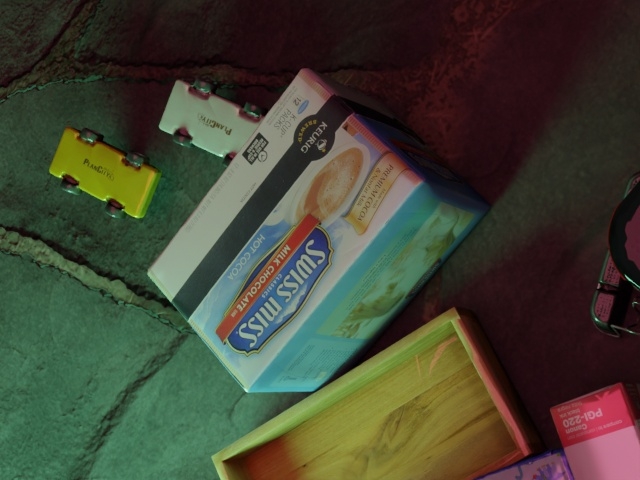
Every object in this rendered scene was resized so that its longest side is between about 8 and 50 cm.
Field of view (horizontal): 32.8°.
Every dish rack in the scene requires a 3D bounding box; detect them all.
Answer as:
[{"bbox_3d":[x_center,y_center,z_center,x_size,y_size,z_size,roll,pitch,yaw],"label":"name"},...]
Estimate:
[{"bbox_3d":[0.454,0.040,1.238,0.271,0.074,0.208,17,92,28],"label":"dish rack"}]

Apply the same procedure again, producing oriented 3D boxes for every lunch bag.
[{"bbox_3d":[0.262,0.328,1.275,0.129,0.096,0.151,-26,94,22],"label":"lunch bag"}]

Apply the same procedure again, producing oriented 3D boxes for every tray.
[{"bbox_3d":[0.066,0.279,1.418,0.411,0.076,0.203,-34,68,20],"label":"tray"}]

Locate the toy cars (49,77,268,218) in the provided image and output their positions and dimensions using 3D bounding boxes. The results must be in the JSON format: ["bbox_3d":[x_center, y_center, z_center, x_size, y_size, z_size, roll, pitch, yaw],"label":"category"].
[{"bbox_3d":[-0.226,-0.134,1.634,0.393,0.087,0.176,-18,80,22],"label":"toy cars"}]

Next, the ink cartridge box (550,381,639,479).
[{"bbox_3d":[0.350,0.276,1.210,0.092,0.158,0.218,-26,71,22],"label":"ink cartridge box"}]

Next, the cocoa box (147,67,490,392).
[{"bbox_3d":[0.000,0.000,1.400,0.228,0.231,0.347,46,106,26],"label":"cocoa box"}]

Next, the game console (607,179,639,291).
[{"bbox_3d":[0.528,-0.036,1.114,0.342,0.060,0.386,44,103,28],"label":"game console"}]
